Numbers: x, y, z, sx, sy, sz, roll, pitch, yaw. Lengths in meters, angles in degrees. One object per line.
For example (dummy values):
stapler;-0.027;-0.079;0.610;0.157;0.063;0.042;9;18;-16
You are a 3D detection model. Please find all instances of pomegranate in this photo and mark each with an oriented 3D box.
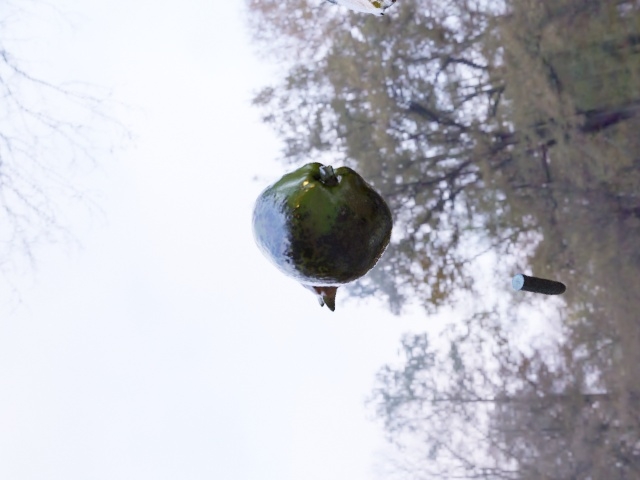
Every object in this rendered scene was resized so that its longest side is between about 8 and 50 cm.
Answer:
pomegranate;0.009;-0.012;1.423;0.204;0.222;0.276;-62;-21;-12

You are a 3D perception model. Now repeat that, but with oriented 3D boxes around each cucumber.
cucumber;0.416;0.085;1.598;0.133;0.032;0.032;10;-108;-35

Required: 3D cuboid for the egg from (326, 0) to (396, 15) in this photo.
egg;0.046;-0.538;1.495;0.174;0.264;0.286;-62;1;-2
